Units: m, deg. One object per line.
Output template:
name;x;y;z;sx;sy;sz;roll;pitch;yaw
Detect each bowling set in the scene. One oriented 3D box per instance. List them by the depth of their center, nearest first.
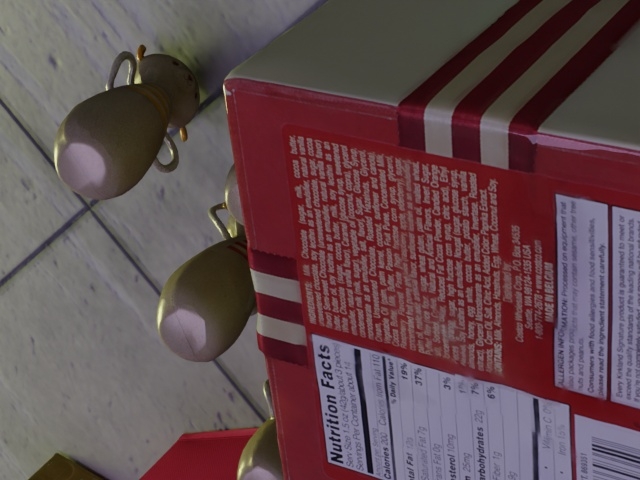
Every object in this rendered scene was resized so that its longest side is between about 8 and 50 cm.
bowling set;0.000;0.000;0.906;0.200;0.154;0.287;-18;107;23

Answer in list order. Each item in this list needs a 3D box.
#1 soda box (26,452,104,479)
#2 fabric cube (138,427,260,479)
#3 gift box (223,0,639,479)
soda box;-0.241;0.249;1.206;0.061;0.181;0.058;27;133;20
fabric cube;-0.032;0.295;1.029;0.259;0.258;0.254;-12;113;41
gift box;0.145;-0.002;0.686;0.276;0.258;0.255;17;129;26
